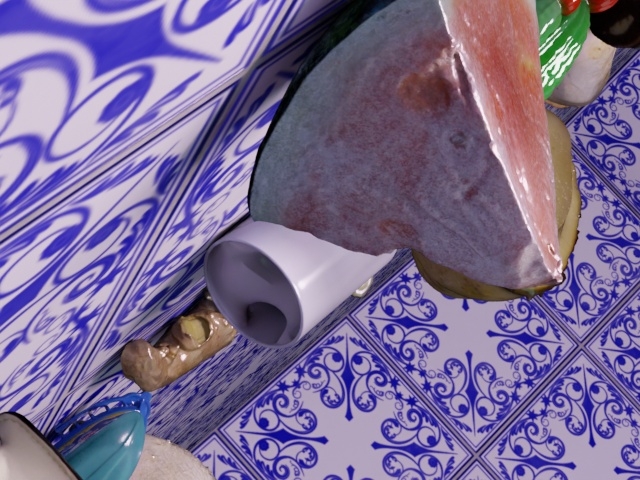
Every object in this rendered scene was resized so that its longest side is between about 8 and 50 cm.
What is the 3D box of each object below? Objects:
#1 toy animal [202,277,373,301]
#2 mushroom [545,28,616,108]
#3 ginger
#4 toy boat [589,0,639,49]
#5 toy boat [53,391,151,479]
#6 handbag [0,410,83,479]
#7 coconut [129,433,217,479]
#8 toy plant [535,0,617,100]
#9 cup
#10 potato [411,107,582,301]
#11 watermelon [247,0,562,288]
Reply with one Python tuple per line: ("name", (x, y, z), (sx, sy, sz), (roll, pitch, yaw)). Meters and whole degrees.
("toy animal", (0.000, 0.000, 1.223), (0.218, 0.103, 0.101), (-44, -160, -30))
("mushroom", (0.311, -0.223, 1.657), (0.123, 0.095, 0.351), (-63, 174, 1))
("ginger", (-0.124, 0.095, 1.191), (0.069, 0.051, 0.173), (-49, 174, 28))
("toy boat", (0.341, -0.261, 1.365), (0.115, 0.114, 0.262), (-30, 178, -5))
("toy boat", (-0.219, 0.194, 1.221), (0.175, 0.091, 0.110), (-45, -152, -4))
("handbag", (-0.264, 0.320, 0.951), (0.358, 0.237, 0.160), (-46, 172, 28))
("coconut", (-0.216, 0.332, 1.474), (0.227, 0.227, 0.230), (-46, 179, 34))
("toy plant", (0.156, -0.150, 1.081), (0.240, 0.088, 0.154), (-46, 173, 24))
("cup", (-0.026, 0.014, 1.077), (0.136, 0.099, 0.133), (-13, -159, 49))
("potato", (0.227, -0.033, 1.896), (0.242, 0.285, 0.242), (0, 162, 0))
("watermelon", (0.063, -0.073, 0.766), (0.136, 0.202, 0.207), (4, -154, 38))
